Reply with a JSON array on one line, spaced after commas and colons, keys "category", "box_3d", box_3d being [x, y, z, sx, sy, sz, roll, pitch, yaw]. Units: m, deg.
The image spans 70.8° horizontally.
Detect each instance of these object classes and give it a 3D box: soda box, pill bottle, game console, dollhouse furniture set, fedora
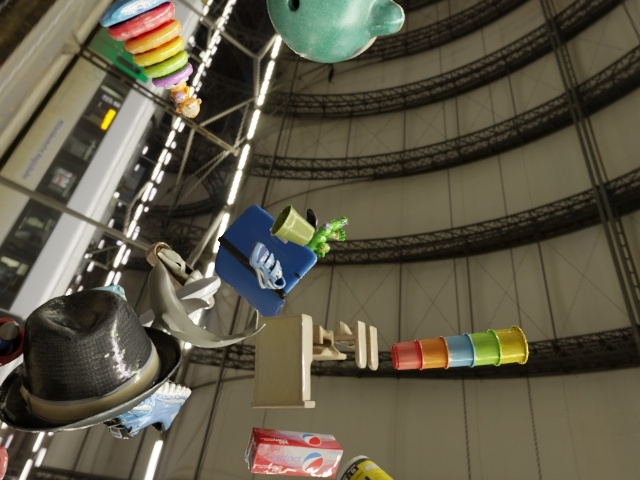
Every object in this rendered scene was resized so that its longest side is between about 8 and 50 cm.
[{"category": "soda box", "box_3d": [-0.075, 0.607, 1.287, 0.083, 0.263, 0.092, 27, -80, 67]}, {"category": "pill bottle", "box_3d": [0.140, 0.607, 1.034, 0.208, 0.119, 0.119, 20, -99, 50]}, {"category": "game console", "box_3d": [-0.187, 0.077, 1.473, 0.250, 0.293, 0.173, -47, 166, -12]}, {"category": "dollhouse furniture set", "box_3d": [-0.041, 0.396, 1.441, 0.362, 0.394, 0.256, -8, -111, 22]}, {"category": "fedora", "box_3d": [-0.414, 0.178, 0.796, 0.334, 0.334, 0.152, 28, -53, 60]}]

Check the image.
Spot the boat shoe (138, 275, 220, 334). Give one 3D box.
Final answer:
[{"category": "boat shoe", "box_3d": [-0.379, 0.189, 1.241, 0.258, 0.084, 0.095, -34, -153, -34]}]

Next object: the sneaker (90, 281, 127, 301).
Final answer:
[{"category": "sneaker", "box_3d": [-0.674, 0.259, 1.546, 0.127, 0.319, 0.208, -24, -126, 10]}]

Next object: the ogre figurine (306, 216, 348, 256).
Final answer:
[{"category": "ogre figurine", "box_3d": [0.000, 0.000, 1.481, 0.197, 0.118, 0.096, -29, -103, 25]}]

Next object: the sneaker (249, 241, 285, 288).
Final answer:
[{"category": "sneaker", "box_3d": [-0.118, 0.058, 1.017, 0.059, 0.144, 0.053, 12, -127, 25]}]

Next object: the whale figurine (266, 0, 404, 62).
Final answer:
[{"category": "whale figurine", "box_3d": [0.028, -0.365, 0.604, 0.141, 0.216, 0.272, -39, -178, -43]}]

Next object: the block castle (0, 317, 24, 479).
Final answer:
[{"category": "block castle", "box_3d": [-0.676, 0.213, 0.603, 0.213, 0.453, 0.303, -39, -132, 23]}]

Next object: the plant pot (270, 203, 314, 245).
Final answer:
[{"category": "plant pot", "box_3d": [-0.059, -0.027, 1.034, 0.083, 0.079, 0.083, -48, -159, 25]}]

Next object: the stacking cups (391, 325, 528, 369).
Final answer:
[{"category": "stacking cups", "box_3d": [0.337, 0.276, 1.106, 0.096, 0.316, 0.096, 173, -90, -87]}]

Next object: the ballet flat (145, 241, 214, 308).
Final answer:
[{"category": "ballet flat", "box_3d": [-0.502, 0.125, 1.637, 0.106, 0.316, 0.107, -44, -172, 40]}]

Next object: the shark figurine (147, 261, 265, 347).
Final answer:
[{"category": "shark figurine", "box_3d": [-0.264, 0.172, 0.920, 0.116, 0.278, 0.166, 91, 24, -78]}]

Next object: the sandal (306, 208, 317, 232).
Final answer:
[{"category": "sandal", "box_3d": [-0.050, -0.041, 1.822, 0.067, 0.040, 0.179, 35, -53, 47]}]

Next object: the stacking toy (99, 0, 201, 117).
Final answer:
[{"category": "stacking toy", "box_3d": [-0.381, -0.436, 1.097, 0.175, 0.302, 0.166, -28, -144, -9]}]

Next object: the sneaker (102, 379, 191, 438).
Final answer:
[{"category": "sneaker", "box_3d": [-0.440, 0.363, 1.001, 0.130, 0.330, 0.147, 1, -116, 38]}]
